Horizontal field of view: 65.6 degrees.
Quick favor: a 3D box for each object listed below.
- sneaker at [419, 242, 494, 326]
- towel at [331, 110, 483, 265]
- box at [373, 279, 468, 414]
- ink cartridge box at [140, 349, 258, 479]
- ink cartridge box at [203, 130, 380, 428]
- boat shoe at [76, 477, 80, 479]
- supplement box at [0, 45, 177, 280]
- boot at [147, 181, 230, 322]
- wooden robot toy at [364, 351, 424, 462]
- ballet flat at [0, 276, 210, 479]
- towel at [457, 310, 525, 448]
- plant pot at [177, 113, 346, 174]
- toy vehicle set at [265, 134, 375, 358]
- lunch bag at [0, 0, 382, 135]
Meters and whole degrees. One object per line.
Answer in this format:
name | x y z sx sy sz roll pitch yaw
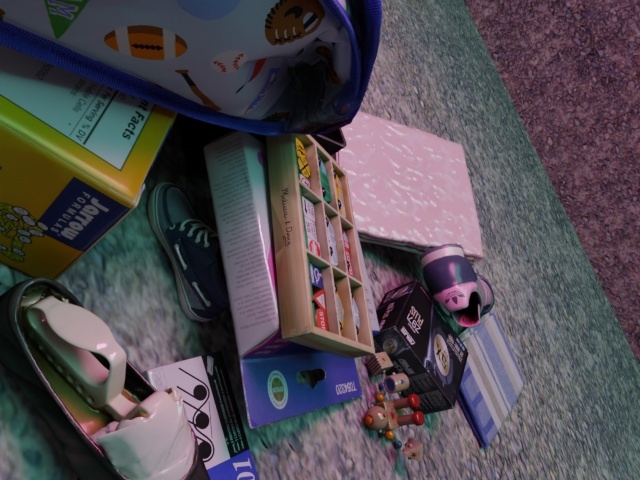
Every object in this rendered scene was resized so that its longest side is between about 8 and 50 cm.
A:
sneaker | 0.285 0.125 0.993 0.319 0.112 0.131 36 37 -50
towel | 0.172 -0.116 1.020 0.331 0.053 0.317 12 57 -22
box | 0.173 0.187 0.882 0.180 0.077 0.147 54 38 -9
ink cartridge box | -0.126 0.232 0.529 0.097 0.046 0.207 -4 71 -50
ink cartridge box | -0.012 0.056 0.676 0.324 0.071 0.330 20 53 -63
boat shoe | -0.209 0.262 0.406 0.048 0.056 0.153 41 34 -17
supplement box | -0.323 -0.152 0.422 0.356 0.195 0.194 36 44 -29
boot | -0.149 0.001 0.618 0.069 0.086 0.190 -12 77 -52
wooden robot toy | 0.103 0.260 0.765 0.079 0.076 0.174 1 66 -37
ballet flat | -0.184 0.143 0.431 0.280 0.096 0.095 46 34 0
towel | 0.357 0.281 1.076 0.285 0.034 0.209 -22 87 -51
plant pot | -0.105 -0.182 0.713 0.188 0.167 0.188 12 51 -46
toy vehicle set | 0.000 0.000 0.610 0.166 0.035 0.267 33 45 -56
lunch bag | -0.093 -0.291 0.423 0.385 0.238 0.328 13 62 -61
